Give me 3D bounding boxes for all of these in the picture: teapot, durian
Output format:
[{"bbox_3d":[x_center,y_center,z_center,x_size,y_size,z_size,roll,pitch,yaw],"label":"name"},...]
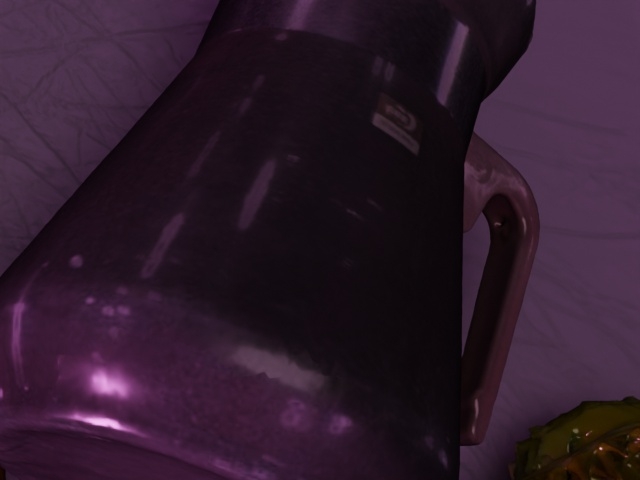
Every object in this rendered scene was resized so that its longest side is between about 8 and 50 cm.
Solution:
[{"bbox_3d":[0.000,0.000,0.682,0.300,0.253,0.344,37,60,-31],"label":"teapot"},{"bbox_3d":[0.196,0.157,0.805,0.375,0.132,0.107,0,92,-32],"label":"durian"}]

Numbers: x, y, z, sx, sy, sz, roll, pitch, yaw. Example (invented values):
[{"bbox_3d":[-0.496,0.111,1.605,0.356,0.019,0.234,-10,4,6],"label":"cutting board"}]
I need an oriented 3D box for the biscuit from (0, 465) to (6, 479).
[{"bbox_3d":[-0.297,0.142,0.576,0.317,0.040,0.318,0,89,-39],"label":"biscuit"}]
